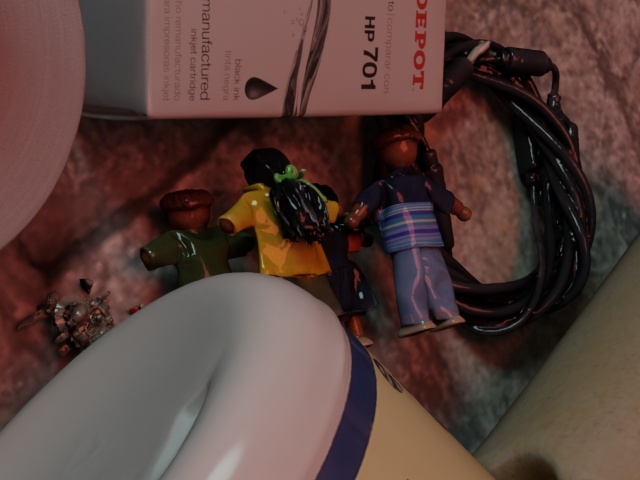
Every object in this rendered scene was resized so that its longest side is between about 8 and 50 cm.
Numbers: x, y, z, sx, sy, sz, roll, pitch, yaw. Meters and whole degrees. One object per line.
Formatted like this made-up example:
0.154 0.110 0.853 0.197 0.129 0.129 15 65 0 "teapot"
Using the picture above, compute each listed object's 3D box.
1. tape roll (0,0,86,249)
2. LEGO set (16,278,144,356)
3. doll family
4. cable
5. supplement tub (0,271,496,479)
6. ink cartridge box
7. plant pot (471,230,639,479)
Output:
-0.205 -0.082 0.643 0.219 0.072 0.219 10 75 -41 "tape roll"
-0.099 0.041 0.738 0.083 0.023 0.054 -13 84 -41 "LEGO set"
0.000 0.000 0.803 0.193 0.076 0.111 -3 75 -49 "doll family"
0.094 -0.037 0.907 0.151 0.047 0.184 17 66 -34 "cable"
0.008 0.197 0.635 0.325 0.235 0.235 46 52 -19 "supplement tub"
-0.029 -0.132 0.790 0.191 0.082 0.139 -5 100 -39 "ink cartridge box"
0.240 0.111 0.832 0.305 0.334 0.333 -39 102 -28 "plant pot"
